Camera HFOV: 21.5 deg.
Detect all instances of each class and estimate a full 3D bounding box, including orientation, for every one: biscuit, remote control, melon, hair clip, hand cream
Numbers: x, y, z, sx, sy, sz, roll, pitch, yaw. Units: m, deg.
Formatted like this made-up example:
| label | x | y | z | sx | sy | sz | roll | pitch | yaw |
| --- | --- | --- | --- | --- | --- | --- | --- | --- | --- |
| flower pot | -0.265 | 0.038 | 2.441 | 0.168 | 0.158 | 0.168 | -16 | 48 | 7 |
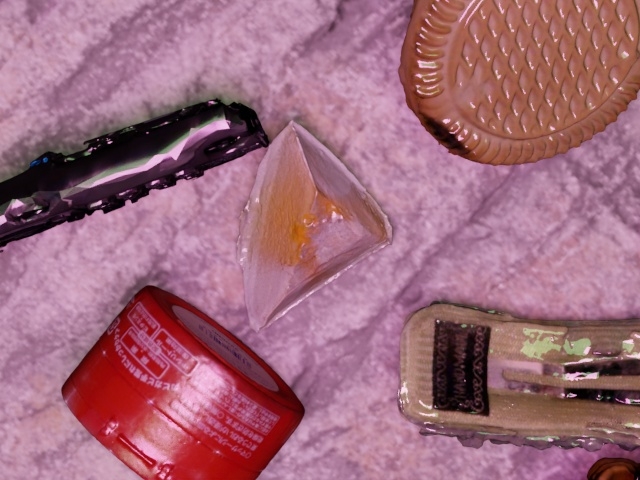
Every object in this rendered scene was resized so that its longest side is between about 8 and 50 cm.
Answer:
| label | x | y | z | sx | sy | sz | roll | pitch | yaw |
| --- | --- | --- | --- | --- | --- | --- | --- | --- | --- |
| biscuit | 0.187 | -0.179 | 1.454 | 0.259 | 0.079 | 0.259 | -10 | 127 | -14 |
| remote control | -0.241 | -0.042 | 1.494 | 0.399 | 0.144 | 0.062 | -20 | 88 | 1 |
| melon | 0.002 | -0.001 | 1.522 | 0.139 | 0.093 | 0.202 | 4 | 116 | -22 |
| hair clip | 0.229 | 0.129 | 1.533 | 0.321 | 0.091 | 0.138 | 3 | 73 | 0 |
| hand cream | -0.119 | 0.140 | 1.488 | 0.193 | 0.193 | 0.125 | 40 | 94 | -4 |

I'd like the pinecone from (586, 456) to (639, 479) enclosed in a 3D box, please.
| label | x | y | z | sx | sy | sz | roll | pitch | yaw |
| --- | --- | --- | --- | --- | --- | --- | --- | --- | --- |
| pinecone | 0.278 | 0.300 | 1.478 | 0.243 | 0.257 | 0.243 | -10 | 60 | 18 |
